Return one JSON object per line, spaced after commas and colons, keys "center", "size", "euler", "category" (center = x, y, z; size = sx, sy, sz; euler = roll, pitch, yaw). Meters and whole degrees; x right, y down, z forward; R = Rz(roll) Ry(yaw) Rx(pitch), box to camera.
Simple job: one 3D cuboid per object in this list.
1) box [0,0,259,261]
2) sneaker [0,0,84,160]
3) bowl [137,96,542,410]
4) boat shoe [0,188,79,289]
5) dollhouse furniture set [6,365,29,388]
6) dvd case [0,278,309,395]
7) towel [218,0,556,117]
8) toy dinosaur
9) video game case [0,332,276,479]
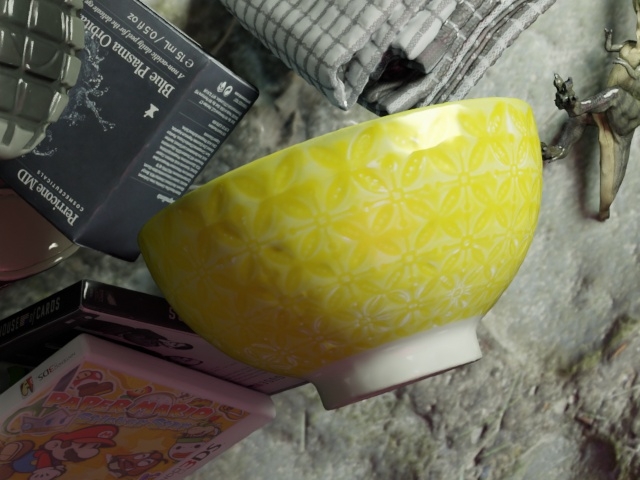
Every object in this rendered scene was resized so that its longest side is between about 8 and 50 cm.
{"center": [-0.158, -0.096, 0.940], "size": [0.158, 0.156, 0.093], "euler": [-53, 159, 5], "category": "box"}
{"center": [-0.217, -0.184, 0.868], "size": [0.101, 0.106, 0.267], "euler": [17, 75, -69], "category": "sneaker"}
{"center": [0.033, 0.027, 0.921], "size": [0.290, 0.289, 0.156], "euler": [-15, 81, -21], "category": "bowl"}
{"center": [-0.282, 0.015, 1.016], "size": [0.206, 0.075, 0.065], "euler": [-17, 164, -26], "category": "boat shoe"}
{"center": [-0.307, 0.149, 1.079], "size": [0.152, 0.058, 0.076], "euler": [-17, 131, 3], "category": "dollhouse furniture set"}
{"center": [-0.126, 0.089, 1.065], "size": [0.239, 0.179, 0.029], "euler": [16, 65, -34], "category": "dvd case"}
{"center": [0.077, -0.222, 0.968], "size": [0.283, 0.235, 0.121], "euler": [-50, 130, 2], "category": "towel"}
{"center": [0.253, -0.115, 1.208], "size": [0.118, 0.064, 0.268], "euler": [-10, 130, -23], "category": "toy dinosaur"}
{"center": [-0.180, 0.162, 1.071], "size": [0.206, 0.026, 0.227], "euler": [-36, 144, 21], "category": "video game case"}
